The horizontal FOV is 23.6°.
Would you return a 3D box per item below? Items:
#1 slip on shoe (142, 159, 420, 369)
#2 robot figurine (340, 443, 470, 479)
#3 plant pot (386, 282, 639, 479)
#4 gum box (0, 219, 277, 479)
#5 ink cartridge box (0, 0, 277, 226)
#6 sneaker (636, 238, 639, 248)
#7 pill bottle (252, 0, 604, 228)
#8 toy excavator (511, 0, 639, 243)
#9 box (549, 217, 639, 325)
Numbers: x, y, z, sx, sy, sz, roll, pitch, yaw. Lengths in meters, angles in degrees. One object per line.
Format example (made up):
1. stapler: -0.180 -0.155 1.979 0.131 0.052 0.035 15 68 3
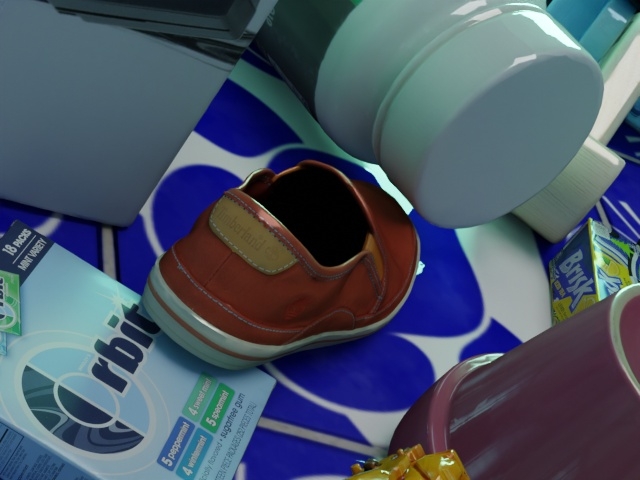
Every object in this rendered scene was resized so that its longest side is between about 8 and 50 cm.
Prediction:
1. slip on shoe: 0.000 0.000 1.009 0.123 0.101 0.331 40 19 13
2. robot figurine: 0.018 0.216 0.731 0.211 0.085 0.291 61 26 -4
3. plant pot: 0.170 0.128 0.927 0.201 0.180 0.201 23 40 -21
4. gum box: -0.129 0.085 0.859 0.184 0.041 0.157 33 31 -5
5. ink cartridge box: -0.126 -0.249 0.971 0.166 0.395 0.285 16 37 -32
6. sneaker: 0.391 0.066 1.191 0.146 0.122 0.330 -21 31 -30
7. pill bottle: 0.049 -0.190 1.212 0.204 0.204 0.361 -1 43 -44
8. toy excavator: 0.304 -0.199 1.426 0.222 0.433 0.445 38 4 4
9. box: 0.219 0.058 1.197 0.054 0.059 0.169 29 32 -14
